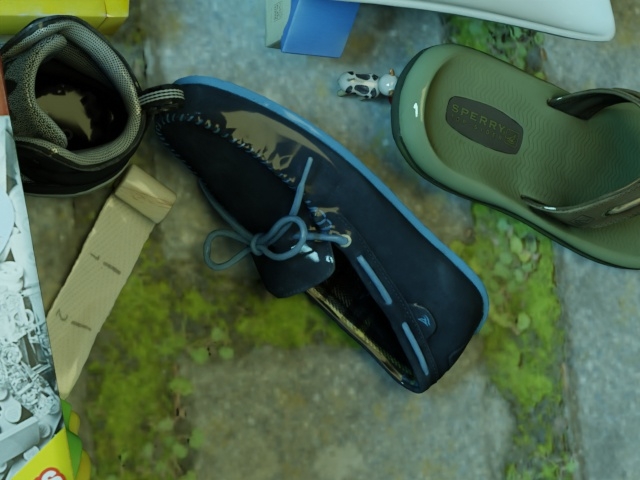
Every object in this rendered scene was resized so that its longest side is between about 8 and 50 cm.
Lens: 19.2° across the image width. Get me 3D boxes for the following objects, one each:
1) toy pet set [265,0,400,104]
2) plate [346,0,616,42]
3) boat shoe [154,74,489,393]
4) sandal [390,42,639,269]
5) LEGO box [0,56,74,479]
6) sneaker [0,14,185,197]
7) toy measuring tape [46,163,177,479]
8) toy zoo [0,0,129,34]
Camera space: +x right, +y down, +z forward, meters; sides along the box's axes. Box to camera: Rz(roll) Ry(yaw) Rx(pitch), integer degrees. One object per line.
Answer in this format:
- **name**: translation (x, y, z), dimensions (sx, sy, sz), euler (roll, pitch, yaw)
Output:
- **toy pet set**: translation (0.024, -0.154, 1.223), dimensions (0.114, 0.065, 0.122), euler (4, 80, -27)
- **plate**: translation (0.049, -0.258, 1.229), dimensions (0.278, 0.045, 0.277), euler (5, 66, -31)
- **boat shoe**: translation (0.000, 0.000, 1.165), dimensions (0.258, 0.109, 0.089), euler (36, 67, -16)
- **sandal**: translation (0.183, -0.054, 1.270), dimensions (0.303, 0.086, 0.120), euler (13, 77, -35)
- **LEGO box**: translation (-0.369, 0.110, 0.831), dimensions (0.500, 0.193, 0.372), euler (-11, 96, -15)
- **sneaker**: translation (-0.209, -0.073, 1.041), dimensions (0.269, 0.153, 0.101), euler (-3, 84, -27)
- **toy measuring tape**: translation (-0.154, 0.094, 1.068), dimensions (0.121, 0.121, 0.330), euler (35, 68, -19)
- **toy zoo**: translation (-0.225, -0.212, 1.106), dimensions (0.293, 0.030, 0.192), euler (-3, 73, -27)
